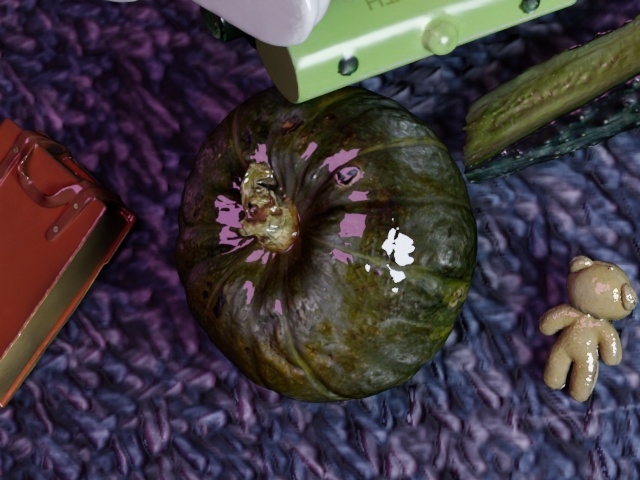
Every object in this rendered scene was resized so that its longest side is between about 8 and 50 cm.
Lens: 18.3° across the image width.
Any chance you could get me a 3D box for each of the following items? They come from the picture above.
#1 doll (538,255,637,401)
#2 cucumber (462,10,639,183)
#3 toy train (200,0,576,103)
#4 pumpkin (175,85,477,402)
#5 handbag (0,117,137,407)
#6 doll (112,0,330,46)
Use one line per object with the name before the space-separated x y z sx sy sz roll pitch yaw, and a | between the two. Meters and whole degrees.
doll | 0.174 0.057 1.317 0.061 0.051 0.093 26 91 22
cucumber | 0.196 -0.097 1.344 0.211 0.062 0.078 -28 37 24
toy train | 0.051 -0.172 1.346 0.253 0.105 0.157 -20 42 -14
pumpkin | 0.000 0.000 1.354 0.224 0.157 0.223 -5 81 34
handbag | -0.241 0.015 1.523 0.127 0.063 0.190 41 100 28
doll | 0.005 -0.291 1.307 0.423 0.161 0.348 -27 60 -19
